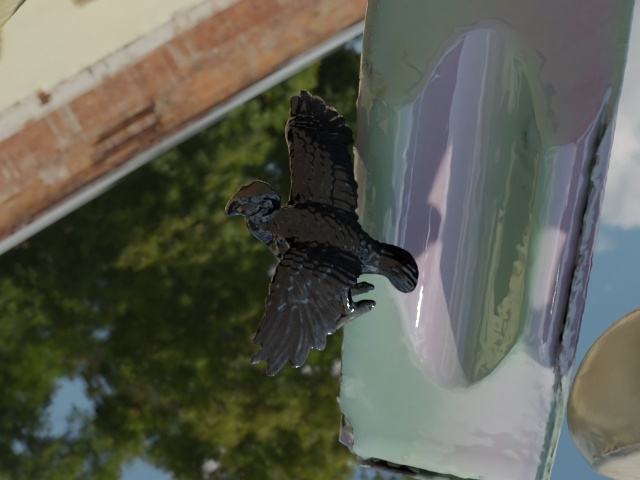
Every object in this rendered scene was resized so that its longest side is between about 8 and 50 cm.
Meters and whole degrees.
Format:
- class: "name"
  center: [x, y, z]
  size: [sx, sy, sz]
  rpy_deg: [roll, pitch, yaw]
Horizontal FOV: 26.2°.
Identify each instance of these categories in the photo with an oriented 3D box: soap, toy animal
- class: "soap"
  center: [0.107, -0.063, 0.893]
  size: [0.156, 0.446, 0.261]
  rpy_deg: [8, -153, 6]
- class: "toy animal"
  center: [0.000, 0.000, 0.748]
  size: [0.062, 0.108, 0.220]
  rpy_deg: [-27, -148, 28]

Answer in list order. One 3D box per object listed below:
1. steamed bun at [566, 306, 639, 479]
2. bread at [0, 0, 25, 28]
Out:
- class: "steamed bun"
  center: [0.321, 0.119, 1.155]
  size: [0.232, 0.232, 0.145]
  rpy_deg: [-17, -115, 35]
- class: "bread"
  center: [-0.329, -0.283, 0.865]
  size: [0.253, 0.376, 0.348]
  rpy_deg: [-56, 170, -31]
